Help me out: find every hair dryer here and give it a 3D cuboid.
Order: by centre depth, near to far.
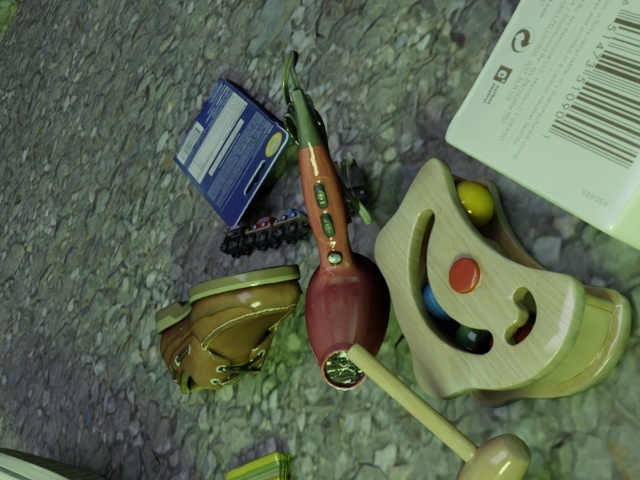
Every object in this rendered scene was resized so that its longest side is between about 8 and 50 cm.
[{"bbox_3d":[0.000,0.000,0.723,0.080,0.223,0.293,-19,58,12],"label":"hair dryer"}]

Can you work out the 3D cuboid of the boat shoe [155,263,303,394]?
[{"bbox_3d":[-0.091,0.100,0.845,0.307,0.111,0.104,146,115,-64],"label":"boat shoe"}]

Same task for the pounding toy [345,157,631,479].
[{"bbox_3d":[0.117,0.045,0.610,0.154,0.155,0.269,-43,48,32],"label":"pounding toy"}]

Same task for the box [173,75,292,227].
[{"bbox_3d":[-0.109,-0.111,1.026,0.136,0.037,0.225,-57,37,11],"label":"box"}]

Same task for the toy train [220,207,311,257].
[{"bbox_3d":[-0.063,-0.010,0.945,0.158,0.027,0.036,-14,51,46],"label":"toy train"}]

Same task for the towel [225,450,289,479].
[{"bbox_3d":[-0.057,0.336,0.793,0.102,0.021,0.237,-34,51,42],"label":"towel"}]

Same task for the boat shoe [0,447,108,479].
[{"bbox_3d":[-0.318,0.349,0.960,0.500,0.187,0.155,4,71,44],"label":"boat shoe"}]

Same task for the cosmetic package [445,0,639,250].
[{"bbox_3d":[0.216,-0.076,0.526,0.151,0.184,0.151,41,106,49],"label":"cosmetic package"}]
